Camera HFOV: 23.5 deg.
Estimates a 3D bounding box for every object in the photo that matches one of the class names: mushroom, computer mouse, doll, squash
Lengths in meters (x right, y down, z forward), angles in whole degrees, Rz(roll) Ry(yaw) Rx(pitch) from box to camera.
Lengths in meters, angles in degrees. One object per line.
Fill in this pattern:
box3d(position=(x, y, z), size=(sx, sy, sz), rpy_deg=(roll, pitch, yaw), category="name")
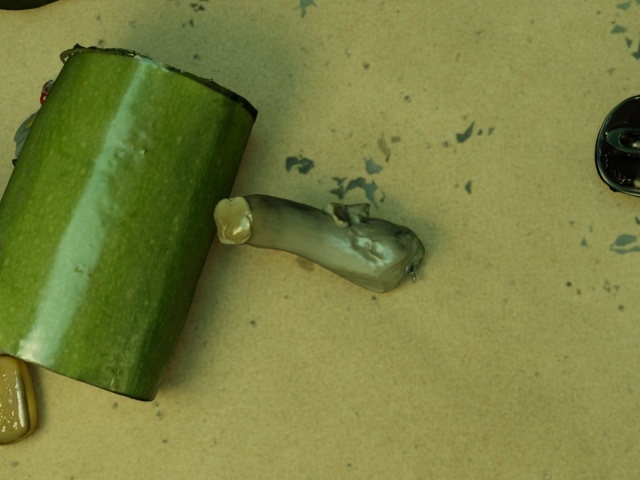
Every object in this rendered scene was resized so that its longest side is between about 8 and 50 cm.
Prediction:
box3d(position=(0.001, -0.001, 1.871), size=(0.278, 0.096, 0.099), rpy_deg=(16, 125, -21), category="mushroom")
box3d(position=(0.450, -0.098, 1.868), size=(0.233, 0.096, 0.137), rpy_deg=(12, 82, 8), category="computer mouse")
box3d(position=(-0.345, -0.148, 1.998), size=(0.094, 0.079, 0.180), rpy_deg=(15, 70, 11), category="doll")
box3d(position=(-0.258, -0.023, 1.867), size=(0.263, 0.263, 0.384), rpy_deg=(18, 82, 11), category="squash")

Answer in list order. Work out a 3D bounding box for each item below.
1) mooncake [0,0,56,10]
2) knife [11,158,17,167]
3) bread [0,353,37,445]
box3d(position=(-0.425, -0.477, 2.014), size=(0.351, 0.187, 0.351), rpy_deg=(-1, 80, 5), category="mooncake")
box3d(position=(-0.410, 0.001, 2.002), size=(0.046, 0.021, 0.222), rpy_deg=(13, 77, 9), category="knife")
box3d(position=(-0.397, 0.200, 1.945), size=(0.082, 0.056, 0.115), rpy_deg=(-15, 83, 8), category="bread")
